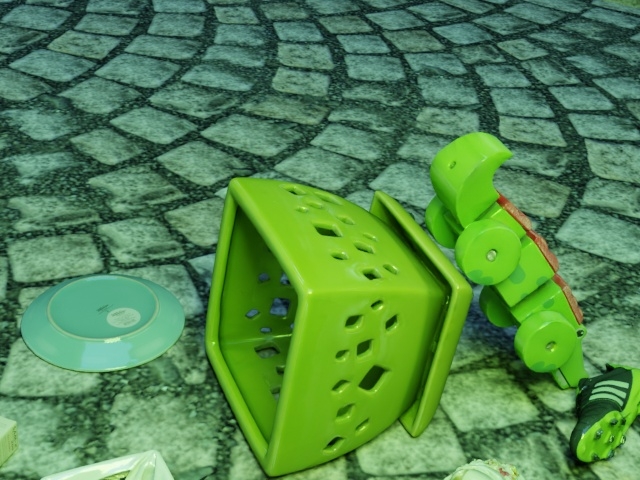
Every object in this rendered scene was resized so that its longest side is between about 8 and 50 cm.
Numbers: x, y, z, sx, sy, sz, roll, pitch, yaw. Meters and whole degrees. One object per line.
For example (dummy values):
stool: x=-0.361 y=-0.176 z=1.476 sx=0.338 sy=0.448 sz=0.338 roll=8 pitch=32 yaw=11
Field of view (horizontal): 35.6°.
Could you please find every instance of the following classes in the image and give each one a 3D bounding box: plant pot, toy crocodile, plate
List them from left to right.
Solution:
plate: x=-0.253 y=0.085 z=1.162 sx=0.188 sy=0.024 sz=0.188 roll=4 pitch=31 yaw=-2
plant pot: x=0.018 y=0.077 z=1.038 sx=0.207 sy=0.228 sz=0.227 roll=-3 pitch=33 yaw=-24
toy crocodile: x=0.209 y=0.032 z=1.064 sx=0.105 sy=0.341 sz=0.115 roll=-35 pitch=29 yaw=2

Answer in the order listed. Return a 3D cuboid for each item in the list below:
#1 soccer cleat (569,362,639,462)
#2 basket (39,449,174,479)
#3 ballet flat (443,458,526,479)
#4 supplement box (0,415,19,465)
soccer cleat: x=0.298 y=0.182 z=1.067 sx=0.072 sy=0.060 sz=0.179 roll=17 pitch=27 yaw=35
basket: x=-0.159 y=0.272 z=0.809 sx=0.113 sy=0.103 sz=0.167 roll=-10 pitch=36 yaw=-23
ballet flat: x=0.122 y=0.255 z=0.901 sx=0.091 sy=0.077 sz=0.241 roll=26 pitch=37 yaw=31
supplement box: x=-0.342 y=0.206 z=0.948 sx=0.062 sy=0.036 sz=0.098 roll=16 pitch=34 yaw=16
